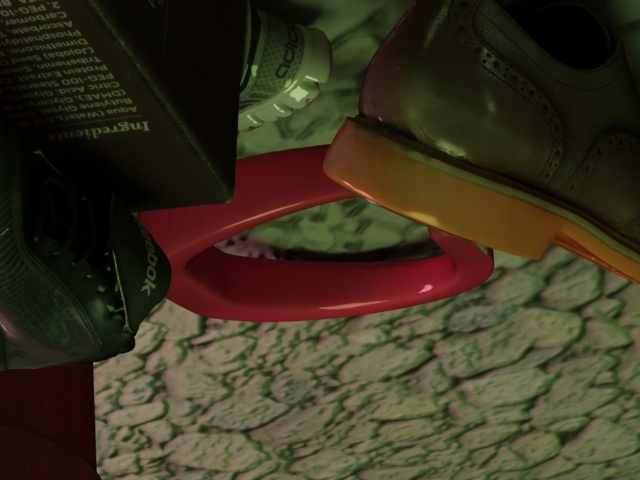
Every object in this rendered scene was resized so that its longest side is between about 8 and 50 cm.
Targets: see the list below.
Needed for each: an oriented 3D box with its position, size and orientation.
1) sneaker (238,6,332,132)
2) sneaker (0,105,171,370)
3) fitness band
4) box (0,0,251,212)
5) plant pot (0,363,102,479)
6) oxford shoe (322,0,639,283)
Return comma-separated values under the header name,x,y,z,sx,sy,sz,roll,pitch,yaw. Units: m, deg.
name,x,y,z,sx,sy,sz,roll,pitch,yaw
sneaker,-0.076,-0.087,1.081,0.170,0.063,0.074,-25,139,37
sneaker,-0.117,0.000,0.824,0.106,0.078,0.234,2,157,-4
fitness band,0.000,0.000,1.201,0.209,0.054,0.291,-9,166,10
box,-0.150,-0.176,0.772,0.143,0.191,0.381,-7,151,17
plant pot,-0.251,0.087,1.196,0.272,0.265,0.272,1,153,0
oxford shoe,0.150,-0.057,1.064,0.130,0.133,0.363,26,-171,32
